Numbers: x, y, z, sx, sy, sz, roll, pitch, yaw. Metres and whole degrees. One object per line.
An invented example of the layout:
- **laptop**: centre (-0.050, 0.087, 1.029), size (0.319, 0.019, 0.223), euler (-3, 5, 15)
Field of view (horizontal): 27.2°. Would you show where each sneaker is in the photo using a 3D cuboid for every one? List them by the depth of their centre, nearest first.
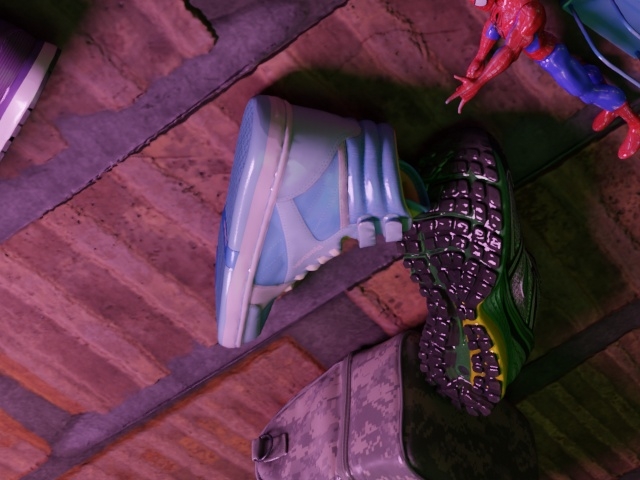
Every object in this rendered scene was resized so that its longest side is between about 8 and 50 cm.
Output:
- **sneaker**: centre (-0.363, -0.104, 1.255), size (0.124, 0.107, 0.283), euler (29, 118, -17)
- **sneaker**: centre (0.000, 0.000, 1.398), size (0.208, 0.127, 0.319), euler (5, 132, -12)
- **sneaker**: centre (0.175, 0.022, 1.487), size (0.134, 0.146, 0.343), euler (16, 130, 30)

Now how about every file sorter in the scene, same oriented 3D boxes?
- **file sorter**: centre (0.343, -0.236, 1.277), size (0.118, 0.104, 0.170), euler (26, 123, -32)

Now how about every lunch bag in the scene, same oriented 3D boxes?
- **lunch bag**: centre (0.097, 0.286, 1.655), size (0.256, 0.212, 0.305), euler (-25, 135, 34)

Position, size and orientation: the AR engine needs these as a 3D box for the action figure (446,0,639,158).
- **action figure**: centre (0.207, -0.157, 1.323), size (0.139, 0.091, 0.280), euler (-43, 129, 10)
